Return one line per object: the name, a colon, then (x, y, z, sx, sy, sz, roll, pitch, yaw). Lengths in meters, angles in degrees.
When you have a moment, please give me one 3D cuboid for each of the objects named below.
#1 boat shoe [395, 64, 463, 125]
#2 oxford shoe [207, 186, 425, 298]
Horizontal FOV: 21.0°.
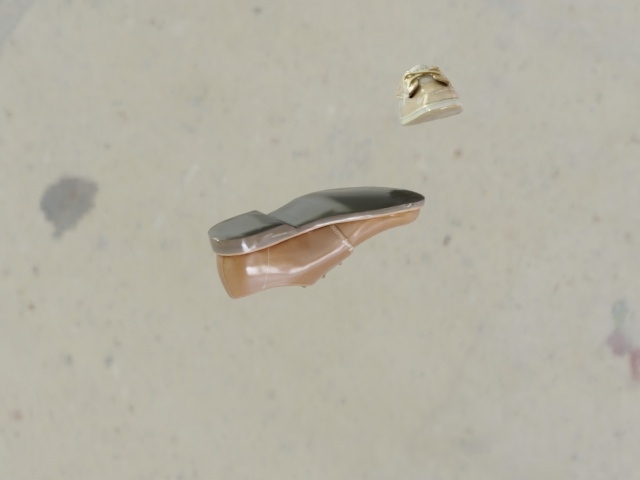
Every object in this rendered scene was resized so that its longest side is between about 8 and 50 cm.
boat shoe: (0.104, -0.149, 1.759, 0.063, 0.170, 0.059, -13, 93, -7)
oxford shoe: (0.000, 0.000, 1.585, 0.212, 0.076, 0.076, -16, 22, -20)
